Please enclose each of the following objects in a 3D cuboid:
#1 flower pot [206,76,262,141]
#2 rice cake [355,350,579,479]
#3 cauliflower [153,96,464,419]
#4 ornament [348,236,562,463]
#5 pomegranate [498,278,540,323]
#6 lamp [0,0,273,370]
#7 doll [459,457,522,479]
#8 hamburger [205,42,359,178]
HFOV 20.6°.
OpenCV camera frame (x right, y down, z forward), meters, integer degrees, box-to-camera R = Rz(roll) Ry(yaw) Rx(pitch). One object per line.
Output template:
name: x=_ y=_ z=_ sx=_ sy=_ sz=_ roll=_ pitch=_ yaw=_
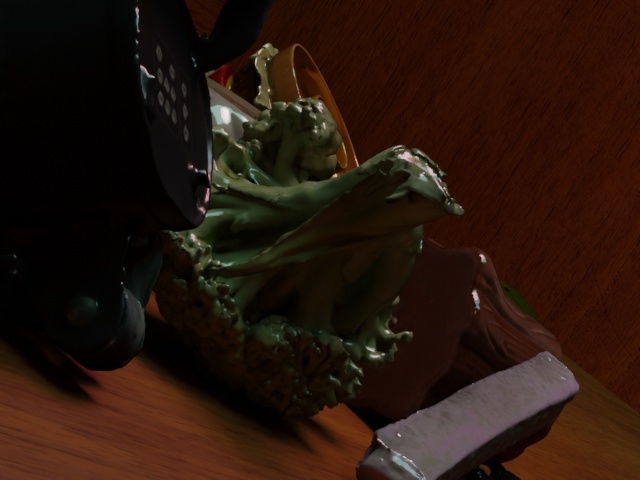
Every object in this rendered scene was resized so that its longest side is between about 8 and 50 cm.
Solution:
flower pot: x=-0.130 y=-0.059 z=1.833 sx=0.246 sy=0.195 sz=0.246 roll=35 pitch=7 yaw=-5
rice cake: x=0.141 y=0.175 z=1.651 sx=0.072 sy=0.056 sz=0.365 roll=39 pitch=28 yaw=18
cauliflower: x=-0.017 y=-0.003 z=1.566 sx=0.327 sy=0.281 sz=0.260 roll=43 pitch=13 yaw=-41
ornament: x=0.143 y=0.130 z=1.898 sx=0.217 sy=0.235 sz=0.221 roll=33 pitch=31 yaw=-43
pomegranate: x=0.186 y=0.153 z=2.112 sx=0.187 sy=0.187 sz=0.225 roll=28 pitch=37 yaw=-48
lamp: x=-0.211 y=-0.104 z=1.323 sx=0.272 sy=0.374 sz=0.205 roll=11 pitch=-16 yaw=15
doll: x=0.173 y=0.258 z=1.685 sx=0.165 sy=0.057 sz=0.139 roll=40 pitch=7 yaw=30
hamburger: x=-0.083 y=-0.099 z=2.178 sx=0.274 sy=0.212 sz=0.274 roll=-20 pitch=90 yaw=-79
